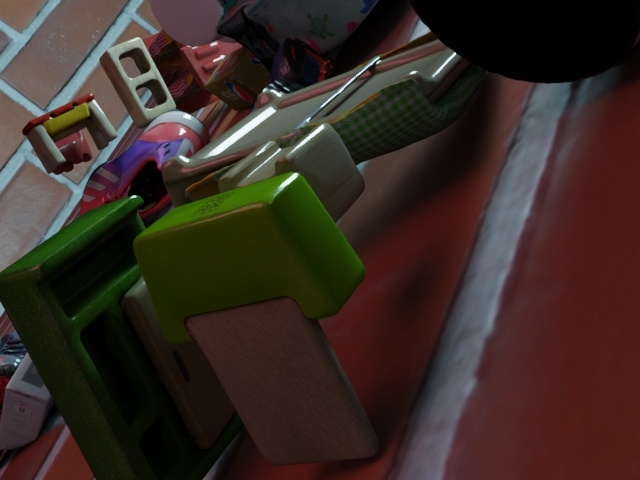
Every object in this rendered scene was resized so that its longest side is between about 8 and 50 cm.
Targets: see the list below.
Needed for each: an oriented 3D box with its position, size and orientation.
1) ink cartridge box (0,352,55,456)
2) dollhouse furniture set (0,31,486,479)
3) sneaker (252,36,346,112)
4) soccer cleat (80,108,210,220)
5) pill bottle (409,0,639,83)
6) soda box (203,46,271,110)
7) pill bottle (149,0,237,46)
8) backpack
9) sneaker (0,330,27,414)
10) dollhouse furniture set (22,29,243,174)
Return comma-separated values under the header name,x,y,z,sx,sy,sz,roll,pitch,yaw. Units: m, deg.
name,x,y,z,sx,sy,sz,roll,pitch,yaw
ink cartridge box,-0.344,0.180,1.120,0.189,0.066,0.232,-72,4,-45
dollhouse furniture set,0.000,0.000,0.523,0.197,0.151,0.301,-14,20,33
sneaker,-0.024,-0.096,0.768,0.087,0.083,0.221,-61,8,30
soccer cleat,-0.281,-0.070,1.312,0.318,0.108,0.116,-34,28,40
pill bottle,0.135,-0.192,0.433,0.122,0.122,0.219,-21,34,59
soda box,-0.102,-0.221,1.201,0.058,0.061,0.181,-56,18,-7
pill bottle,-0.091,-0.340,1.120,0.152,0.152,0.272,-36,4,44
backpack,-0.002,-0.297,0.908,0.225,0.191,0.253,-55,23,-9
sneaker,-0.463,0.178,1.307,0.262,0.104,0.125,-21,34,59
dollhouse furniture set,-0.299,-0.241,1.361,0.374,0.152,0.201,-32,8,-27
